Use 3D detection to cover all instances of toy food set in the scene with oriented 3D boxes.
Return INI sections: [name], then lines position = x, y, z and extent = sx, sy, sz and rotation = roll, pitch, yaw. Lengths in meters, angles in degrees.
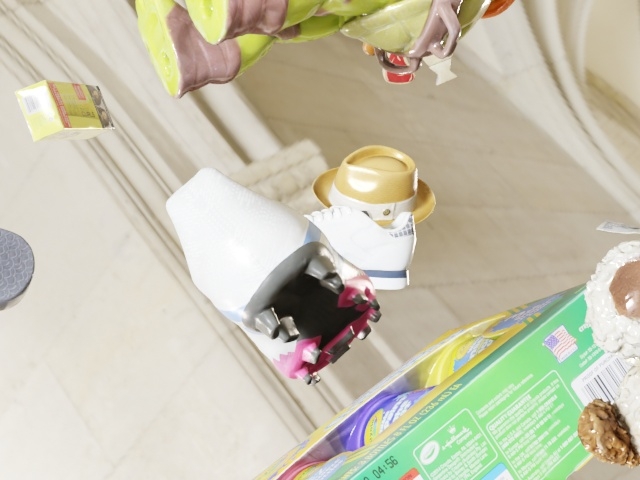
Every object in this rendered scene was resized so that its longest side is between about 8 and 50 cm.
[toy food set]
position = 0.058, -0.174, 0.802
extent = 0.078, 0.019, 0.122
rotation = -14, -62, 1

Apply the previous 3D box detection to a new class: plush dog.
[plush dog]
position = 0.337, 0.110, 0.930
extent = 0.210, 0.262, 0.225
rotation = -106, 22, -79

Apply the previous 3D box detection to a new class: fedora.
[fedora]
position = 0.086, -0.093, 1.584
extent = 0.194, 0.194, 0.079
rotation = -21, -46, -37

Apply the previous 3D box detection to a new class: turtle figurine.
[turtle figurine]
position = 0.025, -0.123, 0.509
extent = 0.217, 0.087, 0.269
rotation = -17, 11, -24

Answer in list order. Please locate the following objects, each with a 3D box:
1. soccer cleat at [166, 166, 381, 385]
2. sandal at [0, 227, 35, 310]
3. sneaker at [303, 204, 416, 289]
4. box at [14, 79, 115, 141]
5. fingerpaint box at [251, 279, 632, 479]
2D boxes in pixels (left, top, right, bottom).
[soccer cleat]
position = -0.035, 0.028, 0.879
extent = 0.116, 0.143, 0.331
rotation = -43, -18, -6
[sandal]
position = -0.376, 0.003, 0.885
extent = 0.054, 0.254, 0.097
rotation = -47, 23, 55
[sneaker]
position = 0.000, 0.000, 1.243
extent = 0.235, 0.090, 0.095
rotation = 5, -80, -18
[box]
position = -0.411, -0.210, 1.682
extent = 0.058, 0.087, 0.232
rotation = -20, 2, 10
[fingerpaint box]
position = 0.131, 0.251, 1.252
extent = 0.445, 0.163, 0.371
rotation = -33, 0, -26
